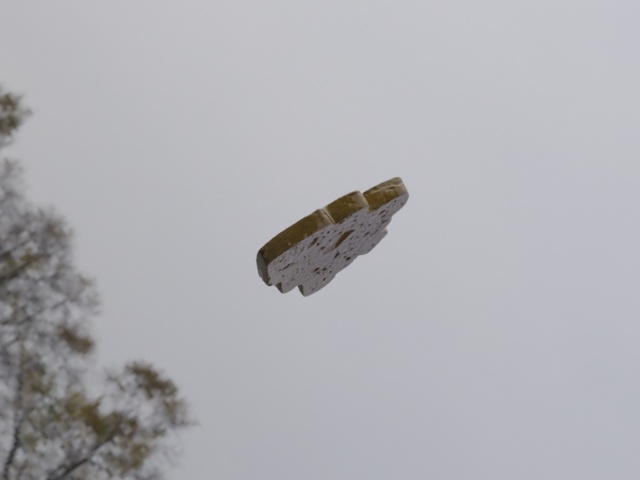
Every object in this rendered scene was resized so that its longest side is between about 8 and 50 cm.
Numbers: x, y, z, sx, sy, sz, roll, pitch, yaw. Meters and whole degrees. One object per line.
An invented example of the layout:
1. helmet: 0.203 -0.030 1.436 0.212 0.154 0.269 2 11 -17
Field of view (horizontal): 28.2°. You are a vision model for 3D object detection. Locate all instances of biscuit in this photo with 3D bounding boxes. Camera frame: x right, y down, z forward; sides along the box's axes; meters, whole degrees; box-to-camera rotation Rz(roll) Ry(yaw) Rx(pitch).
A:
1. biscuit: 0.000 0.000 1.536 0.212 0.238 0.041 -45 -111 30
